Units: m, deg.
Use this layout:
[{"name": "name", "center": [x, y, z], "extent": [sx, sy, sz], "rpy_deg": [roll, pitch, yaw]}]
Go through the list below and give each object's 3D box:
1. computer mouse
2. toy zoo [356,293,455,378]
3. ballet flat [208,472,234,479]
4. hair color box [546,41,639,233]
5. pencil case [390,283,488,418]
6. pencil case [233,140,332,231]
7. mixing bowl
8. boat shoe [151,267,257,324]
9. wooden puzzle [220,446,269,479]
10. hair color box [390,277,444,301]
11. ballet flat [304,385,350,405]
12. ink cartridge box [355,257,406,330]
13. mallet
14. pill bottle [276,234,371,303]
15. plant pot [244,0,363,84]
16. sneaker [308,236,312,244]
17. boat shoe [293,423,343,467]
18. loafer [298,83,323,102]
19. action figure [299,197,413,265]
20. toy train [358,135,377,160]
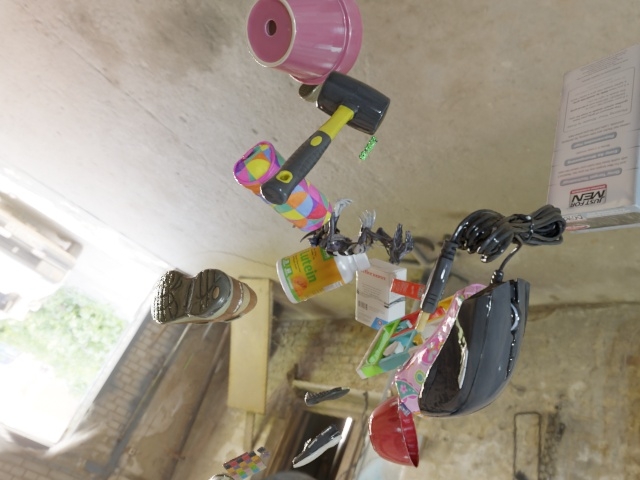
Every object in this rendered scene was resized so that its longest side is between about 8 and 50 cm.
[{"name": "computer mouse", "center": [0.148, 0.091, 0.435], "extent": [0.184, 0.262, 0.060], "rpy_deg": [0, -152, -42]}, {"name": "toy zoo", "center": [0.231, 0.219, 1.087], "extent": [0.293, 0.192, 0.030], "rpy_deg": [-33, 97, 36]}, {"name": "ballet flat", "center": [-0.298, 0.633, 0.942], "extent": [0.123, 0.348, 0.123], "rpy_deg": [43, 171, 8]}, {"name": "hair color box", "center": [0.625, -0.214, 0.999], "extent": [0.113, 0.375, 0.185], "rpy_deg": [22, 164, -27]}, {"name": "pencil case", "center": [0.247, 0.216, 0.880], "extent": [0.124, 0.124, 0.284], "rpy_deg": [26, 121, -3]}, {"name": "pencil case", "center": [-0.068, -0.100, 0.914], "extent": [0.104, 0.105, 0.236], "rpy_deg": [6, 161, 31]}, {"name": "mixing bowl", "center": [0.182, 0.491, 1.182], "extent": [0.098, 0.182, 0.181], "rpy_deg": [-17, 137, 16]}, {"name": "boat shoe", "center": [-0.259, 0.133, 1.000], "extent": [0.119, 0.123, 0.323], "rpy_deg": [22, 162, -40]}, {"name": "wooden puzzle", "center": [-0.113, 0.338, 0.691], "extent": [0.006, 0.083, 0.049], "rpy_deg": [-121, 8, -55]}, {"name": "hair color box", "center": [0.262, 0.139, 1.259], "extent": [0.071, 0.043, 0.141], "rpy_deg": [16, 176, -25]}, {"name": "ballet flat", "center": [0.022, 0.539, 1.627], "extent": [0.173, 0.049, 0.057], "rpy_deg": [-20, 132, 13]}, {"name": "ink cartridge box", "center": [0.191, 0.173, 1.464], "extent": [0.148, 0.085, 0.203], "rpy_deg": [19, 113, 49]}, {"name": "mallet", "center": [-0.004, -0.086, 0.353], "extent": [0.062, 0.190, 0.039], "rpy_deg": [33, 131, 9]}, {"name": "pill bottle", "center": [0.012, 0.075, 1.309], "extent": [0.245, 0.136, 0.136], "rpy_deg": [-22, 139, 5]}, {"name": "plant pot", "center": [-0.044, -0.414, 0.919], "extent": [0.201, 0.180, 0.202], "rpy_deg": [15, 116, 34]}, {"name": "sneaker", "center": [0.000, 0.000, 1.616], "extent": [0.051, 0.070, 0.134], "rpy_deg": [35, 170, 18]}, {"name": "boat shoe", "center": [-0.011, 0.440, 0.986], "extent": [0.038, 0.125, 0.046], "rpy_deg": [57, -169, 29]}, {"name": "loafer", "center": [0.009, -0.394, 1.122], "extent": [0.056, 0.148, 0.050], "rpy_deg": [52, -175, 21]}, {"name": "action figure", "center": [0.082, -0.023, 1.109], "extent": [0.275, 0.141, 0.164], "rpy_deg": [11, 180, 33]}, {"name": "toy train", "center": [0.146, -0.280, 1.402], "extent": [0.023, 0.083, 0.017], "rpy_deg": [34, -177, -26]}]
